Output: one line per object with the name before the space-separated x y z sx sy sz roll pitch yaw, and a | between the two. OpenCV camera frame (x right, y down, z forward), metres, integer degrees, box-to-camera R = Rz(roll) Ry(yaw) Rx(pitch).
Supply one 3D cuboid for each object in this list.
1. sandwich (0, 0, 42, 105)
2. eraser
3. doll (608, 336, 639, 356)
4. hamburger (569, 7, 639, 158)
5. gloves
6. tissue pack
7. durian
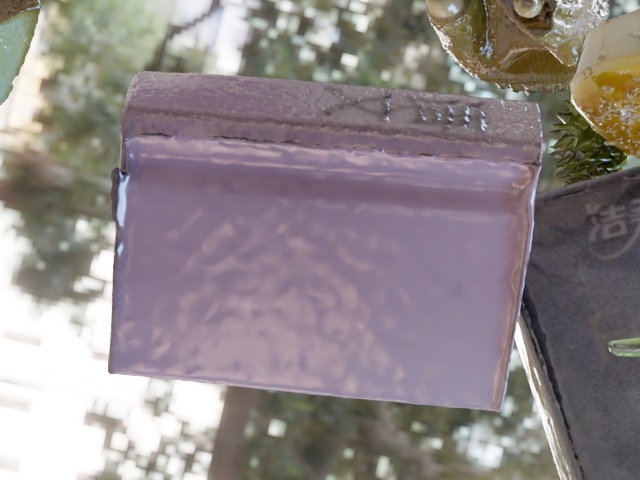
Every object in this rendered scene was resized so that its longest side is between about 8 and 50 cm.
sandwich | -0.402 -0.185 1.962 0.065 0.214 0.186 57 -38 22
eraser | 0.000 0.000 1.711 0.122 0.359 0.272 -85 180 -60
doll | 0.332 0.086 1.356 0.236 0.213 0.213 4 102 -62
hamburger | 0.329 -0.139 1.799 0.173 0.210 0.116 -22 -118 28
gloves | 0.231 -0.270 2.243 0.356 0.203 0.155 38 58 -78
tissue pack | 0.349 0.122 1.917 0.124 0.288 0.394 91 -16 -68
durian | 0.369 -0.057 2.309 0.355 0.169 0.157 58 26 -46
